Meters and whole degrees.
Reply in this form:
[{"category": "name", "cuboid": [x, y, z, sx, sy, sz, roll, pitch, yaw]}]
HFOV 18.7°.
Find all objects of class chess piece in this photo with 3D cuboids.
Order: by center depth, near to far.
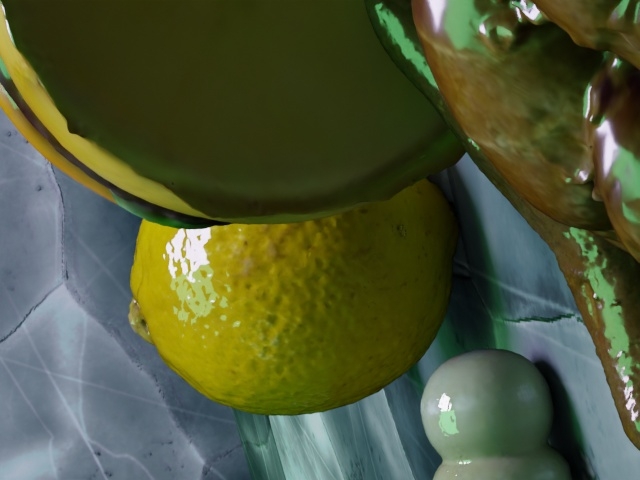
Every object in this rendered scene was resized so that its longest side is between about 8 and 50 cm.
[{"category": "chess piece", "cuboid": [0.145, 0.209, 1.511, 0.144, 0.144, 0.251, 166, 94, -79]}]

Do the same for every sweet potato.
[{"category": "sweet potato", "cuboid": [0.152, -0.037, 1.157, 0.341, 0.114, 0.092, 59, 168, 12]}]

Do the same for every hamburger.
[{"category": "hamburger", "cuboid": [-0.068, -0.200, 1.318, 0.277, 0.396, 0.395, -174, 68, -76]}]

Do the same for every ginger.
[{"category": "ginger", "cuboid": [0.163, -0.106, 0.960, 0.274, 0.152, 0.357, 48, 160, 20]}]

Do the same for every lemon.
[{"category": "lemon", "cuboid": [-0.021, 0.016, 1.666, 0.293, 0.293, 0.293, 164, 90, -79]}]
